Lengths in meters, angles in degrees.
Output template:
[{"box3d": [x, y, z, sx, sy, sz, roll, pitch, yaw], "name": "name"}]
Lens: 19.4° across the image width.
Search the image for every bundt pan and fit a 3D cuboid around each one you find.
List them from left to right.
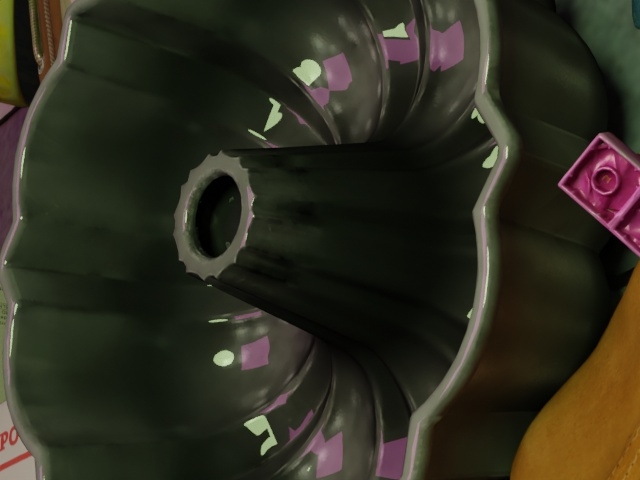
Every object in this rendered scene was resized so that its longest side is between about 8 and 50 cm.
[{"box3d": [0.000, 0.000, 0.805, 0.331, 0.124, 0.331, -16, 69, 46], "name": "bundt pan"}]

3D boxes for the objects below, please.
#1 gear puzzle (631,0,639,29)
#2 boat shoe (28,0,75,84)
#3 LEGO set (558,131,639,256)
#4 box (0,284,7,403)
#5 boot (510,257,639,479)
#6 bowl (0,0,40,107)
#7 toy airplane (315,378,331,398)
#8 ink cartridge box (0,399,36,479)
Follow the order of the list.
[{"box3d": [0.164, -0.224, 0.626, 0.339, 0.044, 0.175, 116, 156, -46], "name": "gear puzzle"}, {"box3d": [-0.121, -0.133, 1.090, 0.120, 0.122, 0.324, -42, 45, 50], "name": "boat shoe"}, {"box3d": [0.189, 0.022, 0.512, 0.227, 0.093, 0.087, 42, 109, 14], "name": "LEGO set"}, {"box3d": [-0.228, 0.158, 1.196, 0.113, 0.094, 0.275, -42, 46, 45], "name": "box"}, {"box3d": [0.141, 0.121, 0.581, 0.211, 0.104, 0.295, -67, 28, 20], "name": "boot"}, {"box3d": [-0.243, -0.235, 1.171, 0.289, 0.156, 0.289, -174, 90, -88], "name": "bowl"}, {"box3d": [0.007, 0.016, 0.912, 0.151, 0.028, 0.151, -24, 60, 53], "name": "toy airplane"}, {"box3d": [-0.129, 0.195, 0.993, 0.207, 0.119, 0.353, -32, 54, 52], "name": "ink cartridge box"}]
